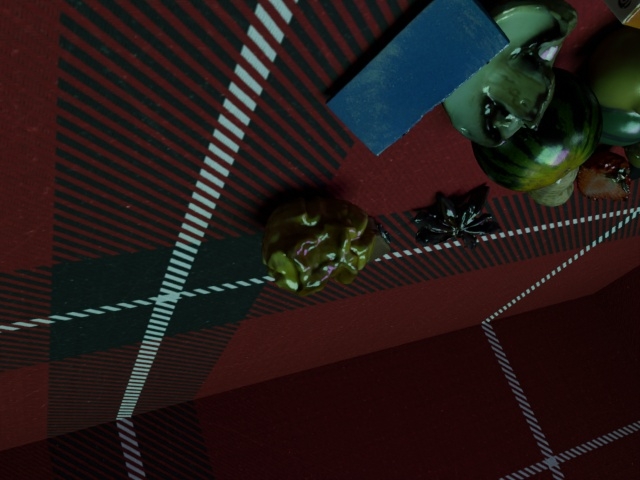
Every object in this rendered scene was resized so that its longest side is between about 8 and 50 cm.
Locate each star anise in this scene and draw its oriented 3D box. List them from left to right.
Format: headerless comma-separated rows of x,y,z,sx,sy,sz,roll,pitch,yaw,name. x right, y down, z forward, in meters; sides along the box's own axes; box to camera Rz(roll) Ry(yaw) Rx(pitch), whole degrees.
0.388,-0.055,1.896,0.282,0.129,0.212,-3,147,-20,star anise

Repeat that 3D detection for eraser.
0.161,-0.290,1.139,0.312,0.144,0.043,-39,-167,35,eraser

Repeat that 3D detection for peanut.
0.633,-0.180,1.808,0.153,0.140,0.325,-43,156,8,peanut

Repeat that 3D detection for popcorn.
0.000,0.000,1.563,0.264,0.225,0.332,-15,-179,13,popcorn

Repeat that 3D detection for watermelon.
0.439,-0.232,1.368,0.269,0.269,0.269,-18,157,-8,watermelon

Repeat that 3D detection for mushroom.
0.333,-0.318,1.178,0.164,0.189,0.267,-50,155,-51,mushroom

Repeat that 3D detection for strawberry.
0.858,-0.204,1.974,0.107,0.175,0.236,-48,-161,-5,strawberry

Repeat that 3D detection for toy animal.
0.656,-0.342,1.393,0.191,0.216,0.338,8,153,0,toy animal

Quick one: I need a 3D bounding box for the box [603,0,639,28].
0.514,-0.425,1.035,0.273,0.221,0.091,-6,149,-38,box

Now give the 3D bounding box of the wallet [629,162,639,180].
1.108,-0.265,2.163,0.250,0.044,0.149,-15,153,-14,wallet

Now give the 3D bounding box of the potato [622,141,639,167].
0.946,-0.284,1.857,0.176,0.141,0.298,-26,166,21,potato

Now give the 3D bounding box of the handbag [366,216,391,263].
0.119,0.007,1.850,0.151,0.072,0.193,-25,156,7,handbag
